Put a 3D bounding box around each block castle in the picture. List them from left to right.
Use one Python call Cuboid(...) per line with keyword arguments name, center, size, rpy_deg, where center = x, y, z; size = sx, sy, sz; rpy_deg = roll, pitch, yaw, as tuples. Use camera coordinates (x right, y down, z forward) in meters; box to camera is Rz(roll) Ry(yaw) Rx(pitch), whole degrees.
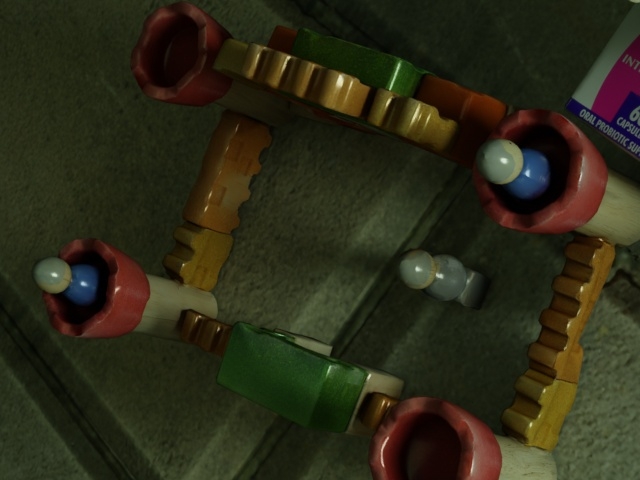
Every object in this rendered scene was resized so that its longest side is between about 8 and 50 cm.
Cuboid(name="block castle", center=(0.000, 0.000, 1.163), size=(0.453, 0.213, 0.303), rpy_deg=(22, 92, 39))

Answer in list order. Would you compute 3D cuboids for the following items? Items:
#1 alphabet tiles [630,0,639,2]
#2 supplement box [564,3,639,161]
Cuboid(name="alphabet tiles", center=(0.291, -0.245, 0.922), size=(0.278, 0.021, 0.284), rpy_deg=(-35, 97, 19))
Cuboid(name="supplement box", center=(0.291, -0.142, 1.044), size=(0.111, 0.114, 0.220), rpy_deg=(41, 102, 37))
